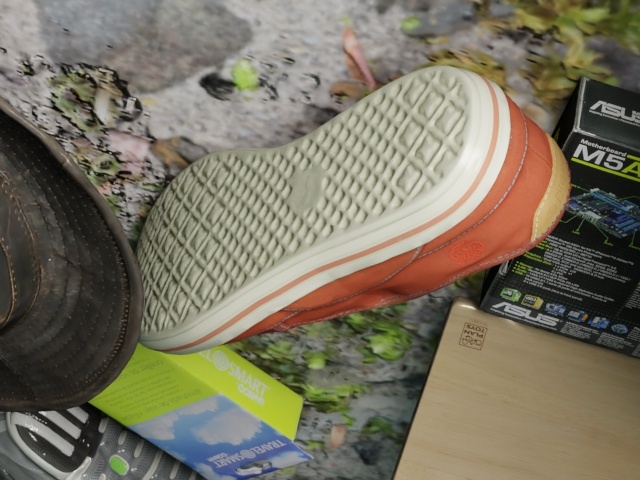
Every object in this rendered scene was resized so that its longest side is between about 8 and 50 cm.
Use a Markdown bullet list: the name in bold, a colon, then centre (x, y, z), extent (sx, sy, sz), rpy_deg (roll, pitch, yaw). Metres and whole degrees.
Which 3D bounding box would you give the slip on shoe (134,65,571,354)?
- **slip on shoe**: centre (0.000, 0.000, 0.937), extent (0.101, 0.123, 0.331), rpy_deg (25, 149, -34)

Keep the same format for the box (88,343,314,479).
- **box**: centre (-0.097, 0.105, 1.185), extent (0.109, 0.042, 0.178), rpy_deg (-22, 131, 41)

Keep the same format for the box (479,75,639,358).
- **box**: centre (0.202, 0.005, 0.942), extent (0.191, 0.045, 0.184), rpy_deg (16, 143, -1)

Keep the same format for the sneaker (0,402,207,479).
- **sneaker**: centre (-0.177, 0.193, 1.314), extent (0.132, 0.086, 0.228), rpy_deg (-19, 123, 44)

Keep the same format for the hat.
- **hat**: centre (-0.271, 0.021, 0.976), extent (0.331, 0.134, 0.331), rpy_deg (20, 138, 19)

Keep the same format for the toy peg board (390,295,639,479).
- **toy peg board**: centre (0.135, 0.122, 1.079), extent (0.161, 0.079, 0.160), rpy_deg (16, 105, -3)
